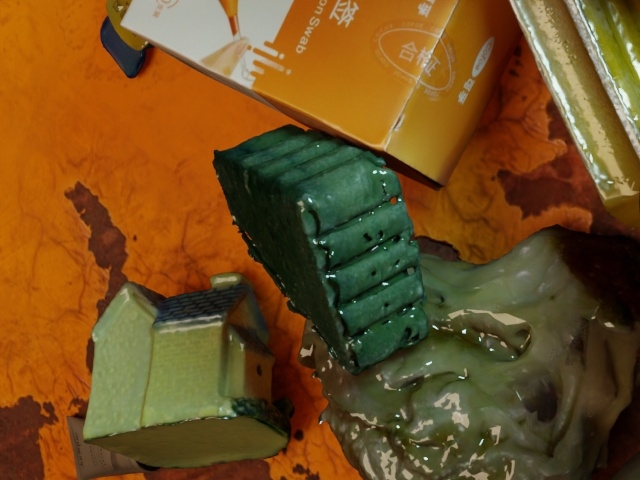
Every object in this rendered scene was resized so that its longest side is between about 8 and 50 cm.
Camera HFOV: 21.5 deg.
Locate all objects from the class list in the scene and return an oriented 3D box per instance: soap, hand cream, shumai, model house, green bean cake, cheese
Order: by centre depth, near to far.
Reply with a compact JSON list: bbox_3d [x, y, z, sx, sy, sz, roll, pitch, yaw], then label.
[{"bbox_3d":[0.269,-0.129,1.443,0.080,0.160,0.257,-28,83,42],"label":"soap"},{"bbox_3d":[0.000,0.000,1.541,0.208,0.107,0.193,26,140,54],"label":"green bean cake"},{"bbox_3d":[0.164,0.113,1.559,0.283,0.217,0.346,-44,70,38],"label":"shumai"},{"bbox_3d":[-0.187,-0.281,1.841,0.156,0.064,0.250,54,138,16],"label":"cheese"},{"bbox_3d":[-0.133,0.139,1.867,0.214,0.195,0.189,-14,68,27],"label":"model house"},{"bbox_3d":[-0.251,0.254,2.051,0.186,0.054,0.087,-8,93,47],"label":"hand cream"}]

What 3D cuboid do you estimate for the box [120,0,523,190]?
[{"bbox_3d":[0.012,-0.220,1.593,0.341,0.143,0.225,28,92,30],"label":"box"}]

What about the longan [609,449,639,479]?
[{"bbox_3d":[0.383,0.303,1.374,0.361,0.361,0.361,12,109,37],"label":"longan"}]
